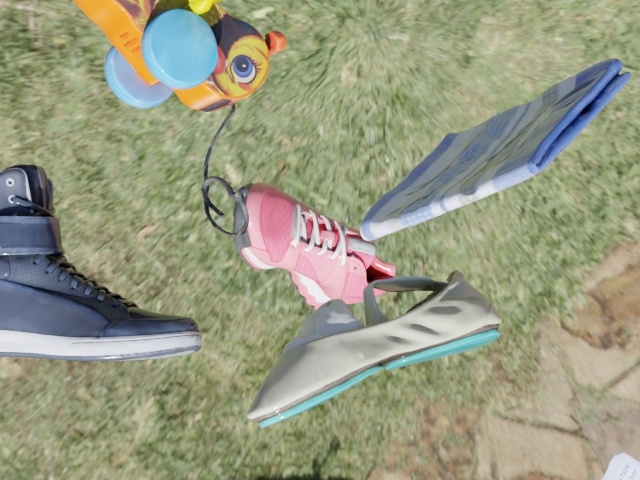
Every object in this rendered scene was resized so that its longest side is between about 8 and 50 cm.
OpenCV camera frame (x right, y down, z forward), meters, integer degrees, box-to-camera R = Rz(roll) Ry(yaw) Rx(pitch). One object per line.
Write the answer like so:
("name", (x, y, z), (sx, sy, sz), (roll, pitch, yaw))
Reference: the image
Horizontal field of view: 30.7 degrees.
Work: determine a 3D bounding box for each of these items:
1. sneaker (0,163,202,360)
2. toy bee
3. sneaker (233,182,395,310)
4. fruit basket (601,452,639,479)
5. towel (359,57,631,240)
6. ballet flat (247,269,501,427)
("sneaker", (-0.206, 0.019, 0.964), (0.226, 0.086, 0.163), (3, 83, 5))
("toy bee", (-0.120, -0.178, 1.086), (0.195, 0.162, 0.298), (12, 132, 41))
("sneaker", (0.000, 0.000, 1.569), (0.136, 0.314, 0.115), (-7, 65, 29))
("fruit basket", (0.320, 0.361, 0.861), (0.353, 0.165, 0.327), (28, 116, 22))
("towel", (0.177, -0.093, 1.245), (0.209, 0.285, 0.034), (-43, 102, -34))
("ballet flat", (0.037, 0.077, 0.941), (0.248, 0.086, 0.086), (-16, 102, -34))
